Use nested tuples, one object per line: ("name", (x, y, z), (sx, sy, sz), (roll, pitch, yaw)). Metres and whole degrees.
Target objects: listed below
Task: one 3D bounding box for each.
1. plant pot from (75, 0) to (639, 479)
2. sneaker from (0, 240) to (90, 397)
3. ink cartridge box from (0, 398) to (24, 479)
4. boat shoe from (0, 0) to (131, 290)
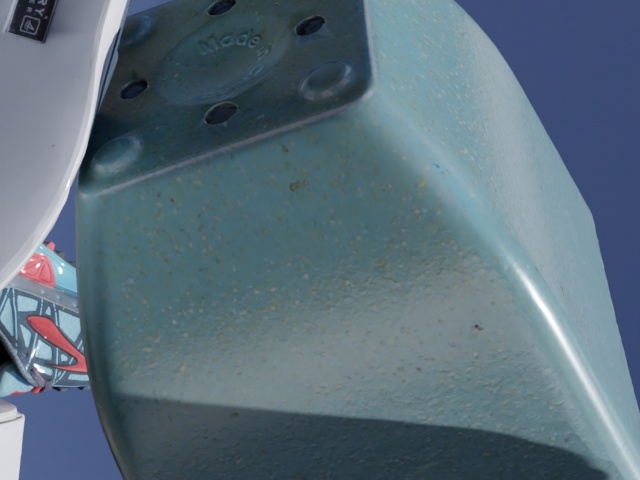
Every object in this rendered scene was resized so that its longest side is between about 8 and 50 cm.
("plant pot", (0.000, 0.000, 0.918), (0.247, 0.248, 0.252), (-93, 161, -52))
("sneaker", (-0.221, 0.079, 1.438), (0.104, 0.262, 0.125), (-9, -129, 59))
("ink cartridge box", (-0.352, 0.246, 1.455), (0.201, 0.117, 0.278), (18, -74, 40))
("boat shoe", (-0.133, -0.075, 0.831), (0.084, 0.095, 0.258), (102, 13, -79))
